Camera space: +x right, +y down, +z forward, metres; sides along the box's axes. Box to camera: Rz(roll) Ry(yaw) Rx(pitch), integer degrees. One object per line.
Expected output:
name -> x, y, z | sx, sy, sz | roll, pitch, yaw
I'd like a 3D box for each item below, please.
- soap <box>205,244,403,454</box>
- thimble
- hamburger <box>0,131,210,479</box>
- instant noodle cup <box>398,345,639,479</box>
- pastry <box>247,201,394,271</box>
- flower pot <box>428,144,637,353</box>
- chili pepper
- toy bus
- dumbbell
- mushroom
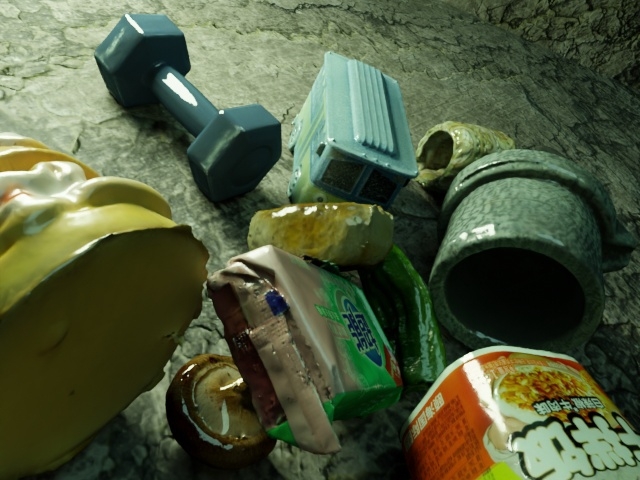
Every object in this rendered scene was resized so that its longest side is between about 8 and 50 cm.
soap -> -0.004, 0.114, 0.645 | 0.217, 0.098, 0.273 | 66, 13, 20
thimble -> 0.277, -0.155, 1.195 | 0.144, 0.190, 0.137 | 3, 83, -23
hamburger -> -0.263, 0.041, 0.530 | 0.237, 0.276, 0.276 | 31, 35, 21
instant noodle cup -> 0.231, 0.285, 0.597 | 0.294, 0.293, 0.307 | 12, 33, -24
pastry -> 0.000, 0.000, 0.811 | 0.193, 0.182, 0.093 | -1, 85, -1
flower pot -> 0.326, 0.014, 0.937 | 0.299, 0.299, 0.282 | 29, 41, -2
chili pepper -> 0.114, 0.098, 0.843 | 0.084, 0.099, 0.253 | 20, 37, -29
toy bus -> 0.043, -0.158, 1.011 | 0.152, 0.190, 0.312 | 19, 39, -17
dumbbell -> -0.205, -0.211, 0.940 | 0.316, 0.156, 0.144 | 45, 9, 18
mushroom -> -0.100, 0.172, 0.620 | 0.127, 0.087, 0.127 | 21, 34, -15
